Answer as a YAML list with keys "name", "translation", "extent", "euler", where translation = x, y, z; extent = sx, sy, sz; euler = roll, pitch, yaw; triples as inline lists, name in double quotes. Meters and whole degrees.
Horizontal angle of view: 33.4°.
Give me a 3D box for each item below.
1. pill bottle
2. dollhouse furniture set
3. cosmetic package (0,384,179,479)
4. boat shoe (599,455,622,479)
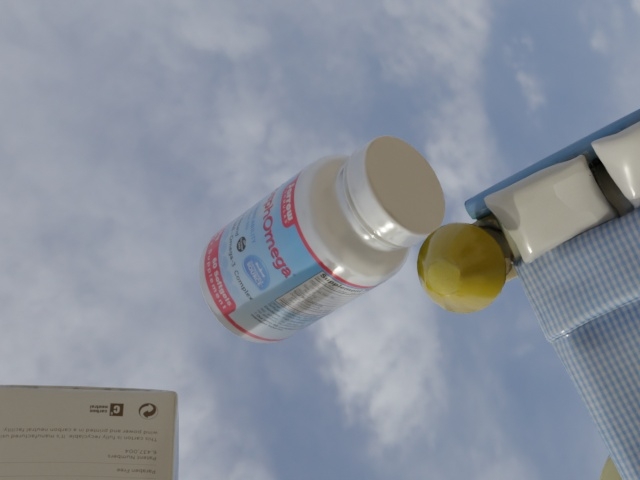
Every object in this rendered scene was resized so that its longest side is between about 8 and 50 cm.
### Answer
- name: "pill bottle"
  translation: [0.000, 0.000, 0.677]
  extent: [0.087, 0.160, 0.087]
  euler: [24, -130, -32]
- name: "dollhouse furniture set"
  translation: [0.206, 0.064, 0.421]
  extent: [0.198, 0.303, 0.286]
  euler: [-17, -98, -63]
- name: "cosmetic package"
  translation: [-0.178, 0.305, 0.748]
  extent: [0.155, 0.197, 0.365]
  euler: [3, -134, -7]
- name: "boat shoe"
  translation: [0.329, 0.283, 1.170]
  extent: [0.042, 0.049, 0.133]
  euler: [-55, -39, -67]
